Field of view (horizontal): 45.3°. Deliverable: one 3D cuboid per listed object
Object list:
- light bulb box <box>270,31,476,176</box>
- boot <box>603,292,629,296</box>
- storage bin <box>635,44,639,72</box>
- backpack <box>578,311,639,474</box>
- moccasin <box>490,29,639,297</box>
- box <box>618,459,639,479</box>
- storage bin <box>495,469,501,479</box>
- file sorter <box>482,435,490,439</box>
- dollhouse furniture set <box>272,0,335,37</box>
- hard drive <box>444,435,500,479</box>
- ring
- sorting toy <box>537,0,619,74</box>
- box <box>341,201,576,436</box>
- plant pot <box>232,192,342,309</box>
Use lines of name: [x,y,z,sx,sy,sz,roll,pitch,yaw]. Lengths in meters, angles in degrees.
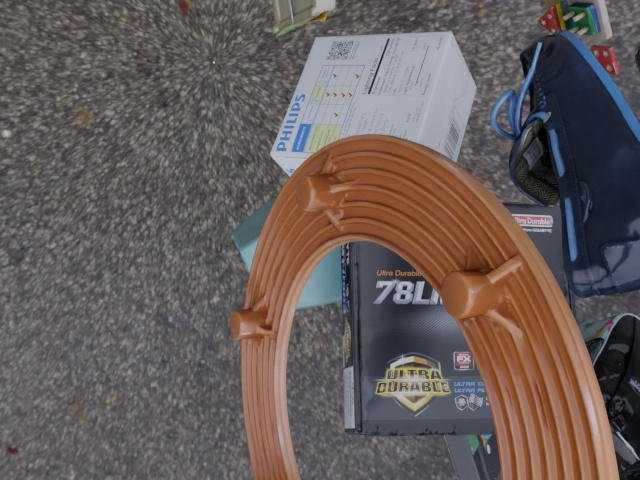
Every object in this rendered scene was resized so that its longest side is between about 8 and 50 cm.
light bulb box: [0.132,-0.282,1.809,0.225,0.361,0.357,47,56,-52]
boot: [0.555,0.011,1.661,0.348,0.131,0.260,-3,147,1]
storage bin: [0.531,-0.246,1.021,0.180,0.084,0.122,-4,59,1]
backpack: [0.477,0.252,1.258,0.225,0.191,0.253,49,53,-11]
moccasin: [0.219,-0.087,0.690,0.117,0.342,0.137,-27,120,17]
box: [0.466,0.391,0.659,0.472,0.480,0.297,-2,88,-50]
storage bin: [0.355,0.413,1.324,0.091,0.098,0.135,26,139,21]
file sorter: [0.304,0.254,1.409,0.170,0.118,0.104,-49,141,-1]
dollhouse furniture set: [-0.005,-0.556,1.453,0.151,0.198,0.301,-11,99,-26]
hard drive: [0.381,0.480,1.927,0.064,0.237,0.338,-15,95,28]
ring: [0.020,0.109,0.431,0.032,0.337,0.336,-4,105,-29]
sorting toy: [0.385,-0.368,1.204,0.046,0.132,0.274,-31,118,-10]
box: [0.174,0.095,0.967,0.296,0.073,0.293,3,78,-11]
plant pot: [0.000,0.000,1.134,0.234,0.165,0.165,-25,109,-5]
